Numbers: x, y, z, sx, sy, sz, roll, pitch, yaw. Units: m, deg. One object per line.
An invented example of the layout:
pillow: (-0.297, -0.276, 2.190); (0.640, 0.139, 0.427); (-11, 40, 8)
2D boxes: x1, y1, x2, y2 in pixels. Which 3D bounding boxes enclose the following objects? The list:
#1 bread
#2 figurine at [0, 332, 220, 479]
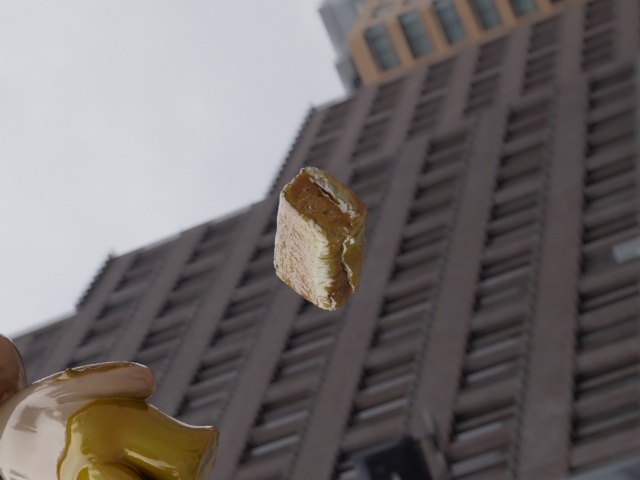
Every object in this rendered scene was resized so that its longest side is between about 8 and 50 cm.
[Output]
bread: (0.000, 0.000, 1.424); (0.074, 0.053, 0.132); (37, 150, 24)
figurine: (-0.169, 0.083, 0.807); (0.131, 0.246, 0.156); (-39, -39, -69)
